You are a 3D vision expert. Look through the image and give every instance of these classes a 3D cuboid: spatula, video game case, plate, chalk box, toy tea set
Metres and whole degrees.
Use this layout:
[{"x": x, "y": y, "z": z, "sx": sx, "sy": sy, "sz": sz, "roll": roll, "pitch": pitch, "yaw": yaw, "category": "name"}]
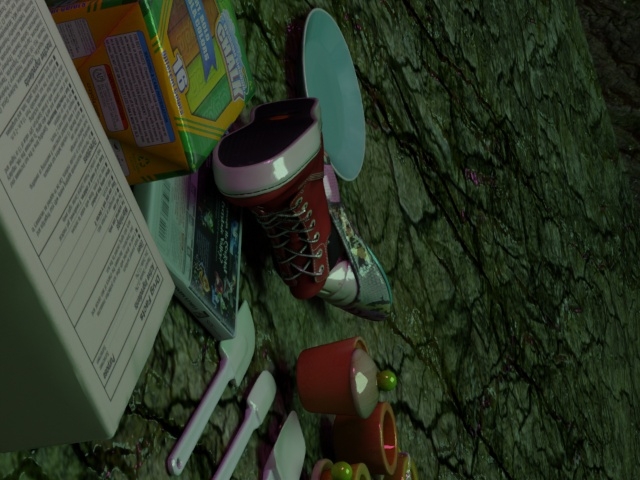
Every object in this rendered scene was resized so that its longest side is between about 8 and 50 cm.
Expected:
[{"x": -0.066, "y": 0.178, "z": 1.430, "sx": 0.242, "sy": 0.019, "sz": 0.168, "roll": -65, "pitch": 142, "yaw": -60, "category": "spatula"}, {"x": -0.109, "y": -0.037, "z": 1.409, "sx": 0.173, "sy": 0.022, "sz": 0.190, "roll": 53, "pitch": 32, "yaw": -53, "category": "video game case"}, {"x": 0.006, "y": -0.154, "z": 1.796, "sx": 0.188, "sy": 0.024, "sz": 0.188, "roll": -10, "pitch": 90, "yaw": -72, "category": "plate"}, {"x": -0.134, "y": -0.136, "z": 1.211, "sx": 0.213, "sy": 0.132, "sz": 0.132, "roll": -63, "pitch": 140, "yaw": -60, "category": "chalk box"}, {"x": 0.074, "y": 0.231, "z": 1.614, "sx": 0.336, "sy": 0.124, "sz": 0.200, "roll": 64, "pitch": 25, "yaw": -50, "category": "toy tea set"}]

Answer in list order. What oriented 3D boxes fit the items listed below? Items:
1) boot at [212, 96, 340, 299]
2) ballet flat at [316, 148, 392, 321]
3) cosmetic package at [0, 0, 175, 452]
[{"x": -0.028, "y": -0.019, "z": 1.474, "sx": 0.244, "sy": 0.088, "sz": 0.176, "roll": -59, "pitch": 142, "yaw": -73, "category": "boot"}, {"x": 0.000, "y": 0.000, "z": 1.647, "sx": 0.079, "sy": 0.077, "sz": 0.221, "roll": -46, "pitch": 122, "yaw": -45, "category": "ballet flat"}, {"x": -0.205, "y": -0.041, "z": 0.990, "sx": 0.160, "sy": 0.113, "sz": 0.309, "roll": -72, "pitch": 148, "yaw": -54, "category": "cosmetic package"}]
